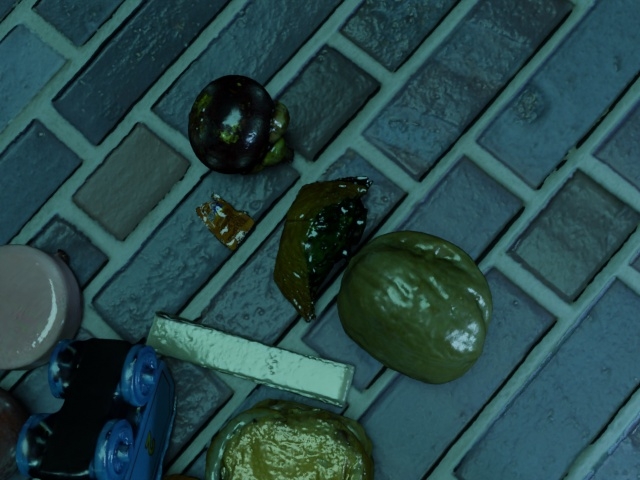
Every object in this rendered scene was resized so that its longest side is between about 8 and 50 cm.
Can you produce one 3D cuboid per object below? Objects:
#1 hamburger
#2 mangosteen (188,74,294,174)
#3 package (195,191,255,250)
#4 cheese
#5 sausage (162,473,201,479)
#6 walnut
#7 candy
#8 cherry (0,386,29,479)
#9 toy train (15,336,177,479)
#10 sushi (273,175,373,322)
[{"bbox_3d":[-0.057,0.426,1.343,0.318,0.158,0.319,-1,79,5],"label":"hamburger"},{"bbox_3d":[-0.141,-0.209,1.470,0.217,0.192,0.192,16,80,-28],"label":"mangosteen"},{"bbox_3d":[-0.187,-0.043,1.506,0.110,0.033,0.077,43,78,7],"label":"package"},{"bbox_3d":[-0.137,0.222,1.455,0.400,0.034,0.085,14,86,9],"label":"cheese"},{"bbox_3d":[-0.265,0.546,1.374,0.113,0.113,0.259,14,83,9],"label":"sausage"},{"bbox_3d":[0.166,0.112,1.339,0.282,0.227,0.283,8,117,17],"label":"walnut"},{"bbox_3d":[-0.581,0.123,1.493,0.255,0.094,0.255,-1,80,7],"label":"candy"},{"bbox_3d":[-0.678,0.364,1.403,0.285,0.213,0.236,-1,88,-3],"label":"cherry"},{"bbox_3d":[-0.368,0.319,1.331,0.187,0.265,0.300,2,50,10],"label":"toy train"},{"bbox_3d":[-0.001,0.000,1.417,0.140,0.149,0.287,19,77,6],"label":"sushi"}]
